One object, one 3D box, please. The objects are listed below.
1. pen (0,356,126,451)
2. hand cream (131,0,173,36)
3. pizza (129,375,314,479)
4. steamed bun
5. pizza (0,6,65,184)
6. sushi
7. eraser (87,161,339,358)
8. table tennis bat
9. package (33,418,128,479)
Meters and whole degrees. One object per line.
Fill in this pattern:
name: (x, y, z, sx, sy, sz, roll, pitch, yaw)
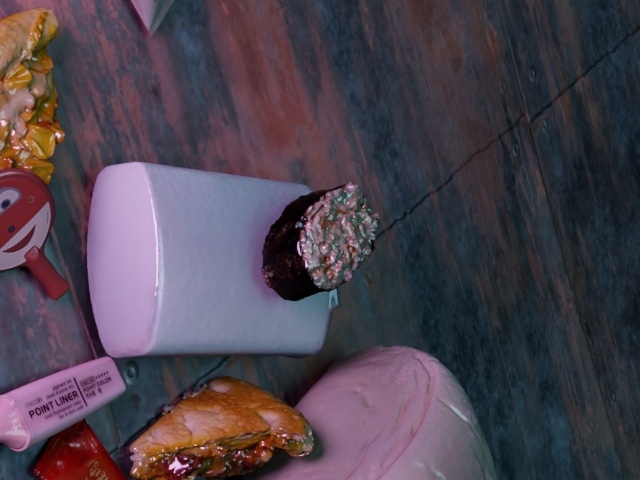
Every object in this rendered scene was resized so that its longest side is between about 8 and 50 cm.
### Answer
pen: (-0.249, 0.150, 1.424, 0.197, 0.032, 0.053, -25, 89, -56)
hand cream: (-0.191, -0.300, 1.570, 0.186, 0.054, 0.087, 59, 45, -41)
pizza: (-0.108, 0.207, 1.573, 0.194, 0.154, 0.069, -20, 122, -34)
steamed bun: (0.064, 0.289, 1.685, 0.383, 0.236, 0.247, -50, 124, -47)
pizza: (-0.278, -0.110, 1.403, 0.182, 0.062, 0.161, -43, 125, -51)
sushi: (0.000, 0.000, 1.595, 0.150, 0.078, 0.090, -45, 114, -51)
eraser: (-0.104, 0.026, 1.598, 0.290, 0.104, 0.189, 6, 83, -55)
table tennis bat: (-0.270, -0.001, 1.411, 0.098, 0.019, 0.155, -45, 136, -16)
package: (-0.201, 0.257, 1.494, 0.200, 0.022, 0.083, 59, 41, -29)
